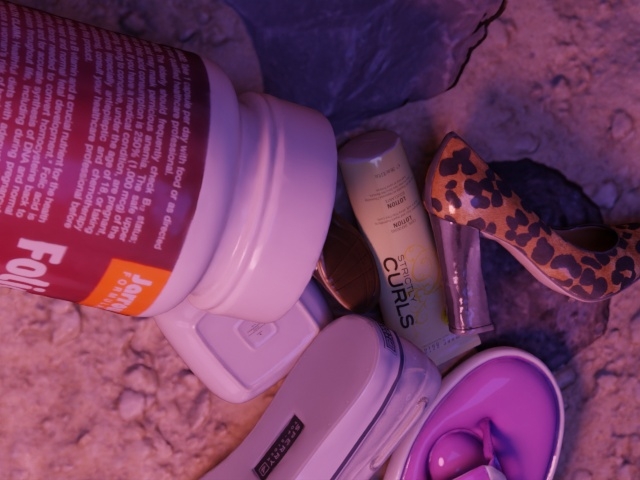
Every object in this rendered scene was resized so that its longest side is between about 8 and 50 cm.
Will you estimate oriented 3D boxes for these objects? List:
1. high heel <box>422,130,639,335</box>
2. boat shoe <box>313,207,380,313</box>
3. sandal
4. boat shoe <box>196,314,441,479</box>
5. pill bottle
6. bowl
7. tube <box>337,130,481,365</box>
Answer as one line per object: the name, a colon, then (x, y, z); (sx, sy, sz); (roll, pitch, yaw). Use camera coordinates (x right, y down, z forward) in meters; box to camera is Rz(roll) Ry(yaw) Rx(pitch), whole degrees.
high heel: (0.217, -0.034, 1.719); (0.261, 0.093, 0.186); (-18, 109, -24)
boat shoe: (0.000, 0.000, 1.682); (0.056, 0.049, 0.152); (-38, 106, -23)
sandal: (0.118, 0.301, 1.791); (0.169, 0.102, 0.416); (27, 96, -24)
boat shoe: (-0.016, 0.239, 1.717); (0.156, 0.136, 0.367); (29, 101, -39)
pill bottle: (-0.201, -0.063, 1.505); (0.392, 0.224, 0.224); (14, 102, -21)
bowl: (-0.064, 0.072, 1.687); (0.142, 0.053, 0.142); (-39, 115, -5)
tube: (0.079, 0.016, 1.716); (0.070, 0.062, 0.240); (-7, 118, 23)
